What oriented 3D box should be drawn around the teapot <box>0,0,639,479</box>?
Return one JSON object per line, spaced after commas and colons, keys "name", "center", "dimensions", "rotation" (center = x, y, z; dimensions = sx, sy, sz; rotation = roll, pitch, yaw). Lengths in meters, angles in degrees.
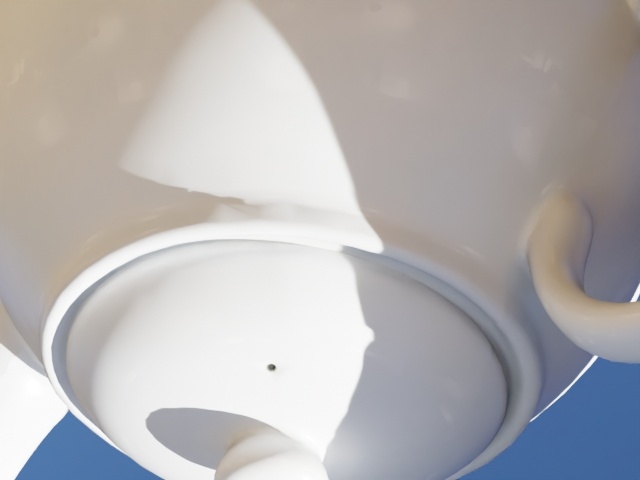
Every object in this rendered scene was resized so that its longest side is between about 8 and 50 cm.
{"name": "teapot", "center": [0.000, 0.000, 0.622], "dimensions": [0.256, 0.252, 0.187], "rotation": [109, -10, -51]}
